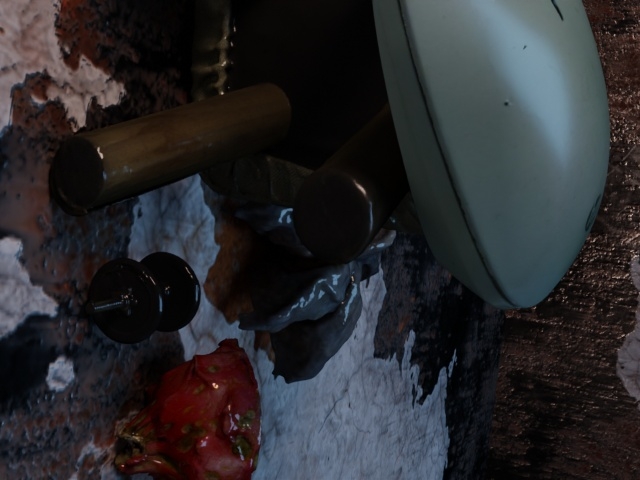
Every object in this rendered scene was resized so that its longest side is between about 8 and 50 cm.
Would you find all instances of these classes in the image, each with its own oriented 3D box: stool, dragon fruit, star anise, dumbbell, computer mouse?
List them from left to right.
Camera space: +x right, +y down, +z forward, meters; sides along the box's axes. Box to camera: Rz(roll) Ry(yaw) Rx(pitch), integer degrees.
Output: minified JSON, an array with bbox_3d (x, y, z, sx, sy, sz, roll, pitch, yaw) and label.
[{"bbox_3d":[-0.142,0.045,0.703,0.147,0.069,0.069,-10,106,-66],"label":"dumbbell"},{"bbox_3d":[-0.124,0.160,0.762,0.111,0.153,0.153,7,90,-27],"label":"dragon fruit"},{"bbox_3d":[-0.023,-0.157,0.635,0.226,0.310,0.310,-15,111,-60],"label":"stool"},{"bbox_3d":[0.000,0.000,0.944,0.359,0.139,0.316,20,71,-67],"label":"star anise"},{"bbox_3d":[0.119,-0.085,0.521,0.159,0.097,0.288,-46,136,-34],"label":"computer mouse"}]
